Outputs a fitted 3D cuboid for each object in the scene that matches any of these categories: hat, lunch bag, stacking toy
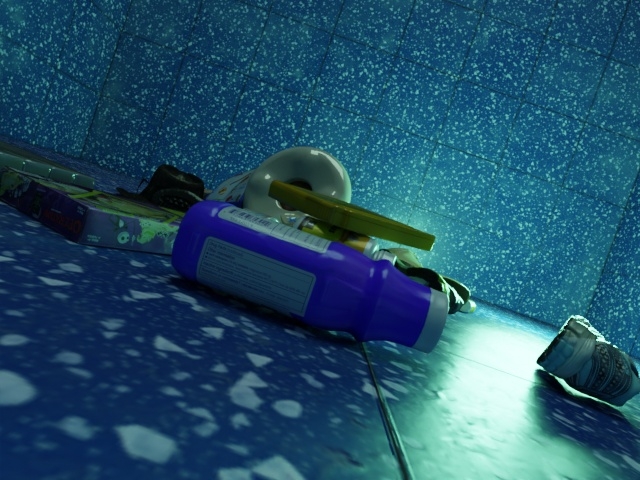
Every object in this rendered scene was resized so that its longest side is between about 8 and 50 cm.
[{"bbox_3d":[-0.436,-0.151,1.208,0.330,0.134,0.331,19,2,-1],"label":"hat"},{"bbox_3d":[-0.233,-0.169,1.612,0.385,0.239,0.327,-21,18,-38],"label":"lunch bag"},{"bbox_3d":[-0.029,-0.069,1.428,0.350,0.351,0.480,20,-14,21],"label":"stacking toy"}]

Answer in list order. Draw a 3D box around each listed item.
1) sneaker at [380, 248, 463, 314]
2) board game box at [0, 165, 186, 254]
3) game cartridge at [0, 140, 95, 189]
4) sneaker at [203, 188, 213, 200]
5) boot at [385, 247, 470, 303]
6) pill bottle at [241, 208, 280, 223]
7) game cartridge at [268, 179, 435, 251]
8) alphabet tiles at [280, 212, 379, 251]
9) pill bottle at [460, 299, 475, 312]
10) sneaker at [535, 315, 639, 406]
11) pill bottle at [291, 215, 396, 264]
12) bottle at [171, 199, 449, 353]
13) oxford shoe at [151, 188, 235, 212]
[{"bbox_3d":[0.210,0.109,0.971,0.121,0.111,0.300,31,0,-30],"label":"sneaker"},{"bbox_3d":[-0.254,-0.024,0.623,0.208,0.056,0.346,15,0,29],"label":"board game box"},{"bbox_3d":[-0.572,-0.143,0.662,0.354,0.068,0.230,20,-2,28],"label":"game cartridge"},{"bbox_3d":[-0.527,-0.186,1.732,0.120,0.108,0.302,24,4,11],"label":"sneaker"},{"bbox_3d":[0.317,0.108,1.261,0.261,0.095,0.203,13,20,-3],"label":"boot"},{"bbox_3d":[-0.193,-0.041,1.140,0.160,0.087,0.087,20,2,39],"label":"pill bottle"},{"bbox_3d":[0.065,-0.064,0.961,0.285,0.053,0.323,13,7,-35],"label":"game cartridge"},{"bbox_3d":[0.000,0.000,1.027,0.283,0.021,0.278,1,28,-18],"label":"alphabet tiles"},{"bbox_3d":[0.478,0.213,1.312,0.043,0.044,0.083,20,1,36],"label":"pill bottle"},{"bbox_3d":[0.416,0.196,0.624,0.122,0.110,0.282,41,16,32],"label":"sneaker"},{"bbox_3d":[0.040,0.034,0.829,0.214,0.118,0.117,20,2,14],"label":"pill bottle"},{"bbox_3d":[-0.009,0.041,0.436,0.282,0.093,0.118,20,2,5],"label":"bottle"},{"bbox_3d":[-0.315,-0.066,1.036,0.226,0.083,0.096,19,-18,-10],"label":"oxford shoe"}]
